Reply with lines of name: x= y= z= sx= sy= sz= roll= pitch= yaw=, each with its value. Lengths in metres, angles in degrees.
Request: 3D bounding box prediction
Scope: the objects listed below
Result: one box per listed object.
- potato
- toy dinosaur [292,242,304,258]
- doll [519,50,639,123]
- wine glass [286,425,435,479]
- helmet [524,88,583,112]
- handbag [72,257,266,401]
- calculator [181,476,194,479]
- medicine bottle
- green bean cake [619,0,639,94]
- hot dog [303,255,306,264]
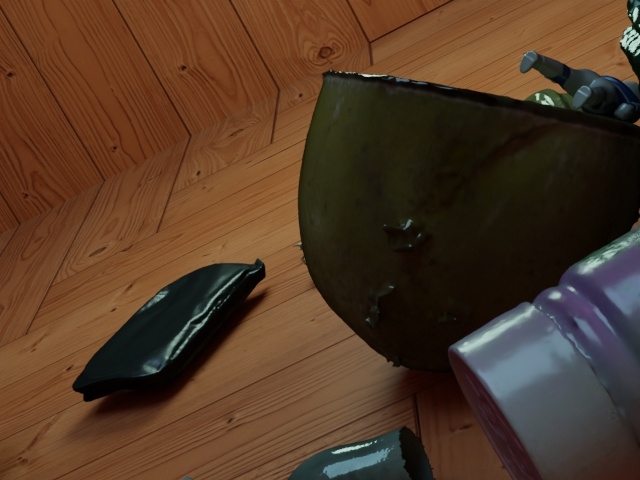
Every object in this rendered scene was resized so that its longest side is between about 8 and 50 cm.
potato: x=0.156 y=-0.012 z=1.647 sx=0.385 sy=0.319 sz=0.442 roll=13 pitch=6 yaw=-9
toy dinosaur: x=0.000 y=0.000 z=2.271 sx=0.083 sy=0.030 sz=0.047 roll=-24 pitch=18 yaw=20
doll: x=0.311 y=-0.158 z=1.613 sx=0.114 sy=0.057 sz=0.227 roll=33 pitch=17 yaw=32
wine glass: x=0.010 y=0.252 z=1.413 sx=0.202 sy=0.093 sz=0.093 roll=-27 pitch=17 yaw=18
helmet: x=0.321 y=-0.138 z=1.967 sx=0.204 sy=0.137 sz=0.257 roll=-25 pitch=17 yaw=13
handbag: x=-0.220 y=0.131 z=2.168 sx=0.192 sy=0.075 sz=0.332 roll=-15 pitch=20 yaw=39
calculator: x=-0.207 y=0.331 z=1.669 sx=0.172 sy=0.018 sz=0.057 roll=-37 pitch=17 yaw=-20
medicine bottle: x=0.294 y=0.093 z=1.212 sx=0.325 sy=0.212 sz=0.212 roll=-31 pitch=17 yaw=-4
green bean cake: x=0.435 y=-0.153 z=1.540 sx=0.169 sy=0.300 sz=0.308 roll=-26 pitch=17 yaw=10
hot dog: x=0.055 y=0.006 z=2.127 sx=0.191 sy=0.059 sz=0.108 roll=-15 pitch=17 yaw=44
